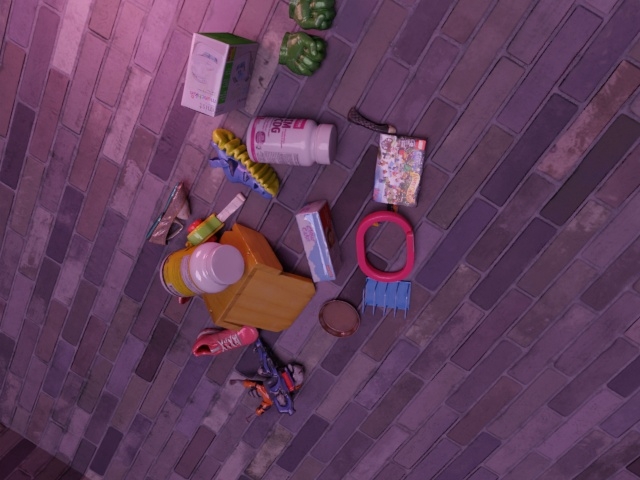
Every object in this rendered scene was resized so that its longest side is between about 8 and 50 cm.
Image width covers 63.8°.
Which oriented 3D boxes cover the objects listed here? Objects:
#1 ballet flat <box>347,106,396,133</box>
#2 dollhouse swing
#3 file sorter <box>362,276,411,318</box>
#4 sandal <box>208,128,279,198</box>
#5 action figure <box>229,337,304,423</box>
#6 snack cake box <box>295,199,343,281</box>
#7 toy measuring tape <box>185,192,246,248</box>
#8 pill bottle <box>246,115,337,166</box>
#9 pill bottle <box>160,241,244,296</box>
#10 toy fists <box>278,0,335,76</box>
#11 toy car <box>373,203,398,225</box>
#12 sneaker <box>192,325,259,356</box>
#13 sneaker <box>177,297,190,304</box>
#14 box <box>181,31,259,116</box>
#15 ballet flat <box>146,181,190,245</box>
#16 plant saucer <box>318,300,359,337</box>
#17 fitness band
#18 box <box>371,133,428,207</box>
[{"bbox_3d":[0.172,-0.396,1.720,0.173,0.057,0.049,20,110,6],"label":"ballet flat"},{"bbox_3d":[-0.249,0.162,2.061,0.346,0.305,0.315,-55,49,26],"label":"dollhouse swing"},{"bbox_3d":[0.246,0.219,1.925,0.170,0.104,0.118,6,113,12],"label":"file sorter"},{"bbox_3d":[-0.286,-0.259,1.872,0.317,0.126,0.138,44,119,4],"label":"sandal"},{"bbox_3d":[-0.220,0.593,2.208,0.330,0.178,0.341,-23,77,16],"label":"action figure"},{"bbox_3d":[0.000,0.000,1.875,0.089,0.152,0.264,-9,109,19],"label":"snack cake box"},{"bbox_3d":[-0.419,-0.060,1.986,0.330,0.121,0.121,-39,98,25],"label":"toy measuring tape"},{"bbox_3d":[-0.095,-0.337,1.759,0.283,0.160,0.160,6,113,12],"label":"pill bottle"},{"bbox_3d":[-0.437,0.108,1.911,0.334,0.188,0.187,-12,110,44],"label":"pill bottle"},{"bbox_3d":[-0.040,-0.671,1.644,0.142,0.096,0.279,18,114,6],"label":"toy fists"},{"bbox_3d":[0.233,-0.099,1.848,0.041,0.060,0.122,14,146,-38],"label":"toy car"},{"bbox_3d":[-0.401,0.433,2.169,0.314,0.136,0.115,-16,108,20],"label":"sneaker"},{"bbox_3d":[-0.590,0.151,2.151,0.128,0.087,0.221,27,114,20],"label":"sneaker"},{"bbox_3d":[-0.327,-0.547,1.680,0.127,0.262,0.231,21,115,6],"label":"box"},{"bbox_3d":[-0.580,-0.099,2.034,0.106,0.107,0.316,28,123,-20],"label":"ballet flat"},{"bbox_3d":[0.075,0.308,2.050,0.169,0.029,0.168,5,112,12],"label":"plant saucer"},{"bbox_3d":[0.235,0.025,1.856,0.209,0.054,0.290,2,124,13],"label":"fitness band"},{"bbox_3d":[0.268,-0.239,1.748,0.159,0.044,0.233,9,106,12],"label":"box"}]
